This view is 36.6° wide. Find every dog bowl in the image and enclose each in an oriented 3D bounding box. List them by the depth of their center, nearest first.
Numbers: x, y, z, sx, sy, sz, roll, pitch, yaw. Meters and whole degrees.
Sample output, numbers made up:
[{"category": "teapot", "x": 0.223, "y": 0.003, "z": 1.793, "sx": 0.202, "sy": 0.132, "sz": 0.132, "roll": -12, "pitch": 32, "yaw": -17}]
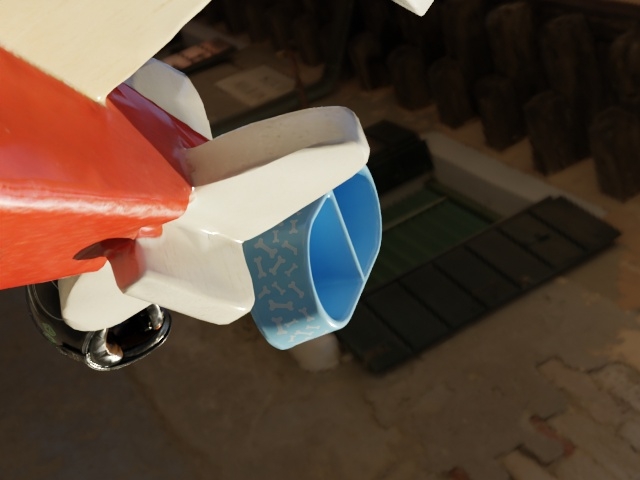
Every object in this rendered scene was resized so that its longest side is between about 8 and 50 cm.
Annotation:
[{"category": "dog bowl", "x": 0.000, "y": 0.000, "z": 1.127, "sx": 0.297, "sy": 0.074, "sz": 0.166, "roll": -61, "pitch": 137, "yaw": -54}]

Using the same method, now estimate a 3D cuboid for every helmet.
[{"category": "helmet", "x": -0.256, "y": 0.051, "z": 1.121, "sx": 0.161, "sy": 0.169, "sz": 0.169, "roll": 45, "pitch": -23, "yaw": 28}]

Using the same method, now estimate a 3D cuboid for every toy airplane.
[{"category": "toy airplane", "x": -0.156, "y": -0.072, "z": 0.365, "sx": 0.273, "sy": 0.386, "sz": 0.384, "roll": 61, "pitch": -20, "yaw": 9}]

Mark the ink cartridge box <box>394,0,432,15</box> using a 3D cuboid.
[{"category": "ink cartridge box", "x": 0.156, "y": -0.476, "z": 1.275, "sx": 0.066, "sy": 0.296, "sz": 0.261, "roll": 37, "pitch": 7, "yaw": 24}]
